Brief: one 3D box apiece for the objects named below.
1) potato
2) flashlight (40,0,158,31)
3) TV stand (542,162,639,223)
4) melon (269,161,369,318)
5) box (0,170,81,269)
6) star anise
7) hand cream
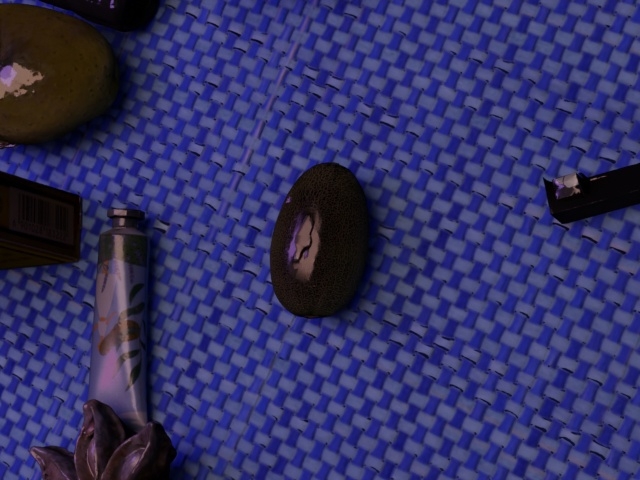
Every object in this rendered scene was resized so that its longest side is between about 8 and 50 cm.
[{"bbox_3d":[-0.346,-0.184,1.745,0.248,0.143,0.169,1,76,16],"label":"potato"},{"bbox_3d":[-0.371,-0.336,1.807,0.424,0.103,0.103,22,90,25],"label":"flashlight"},{"bbox_3d":[0.340,-0.072,1.457,0.256,0.049,0.040,-16,72,21],"label":"TV stand"},{"bbox_3d":[0.000,0.000,1.572,0.099,0.099,0.162,7,84,25],"label":"melon"},{"bbox_3d":[-0.418,-0.026,1.653,0.193,0.301,0.084,-7,79,23],"label":"box"},{"bbox_3d":[-0.214,0.293,1.609,0.236,0.109,0.223,11,76,43],"label":"star anise"},{"bbox_3d":[-0.214,0.094,1.683,0.088,0.055,0.256,0,87,25],"label":"hand cream"}]
